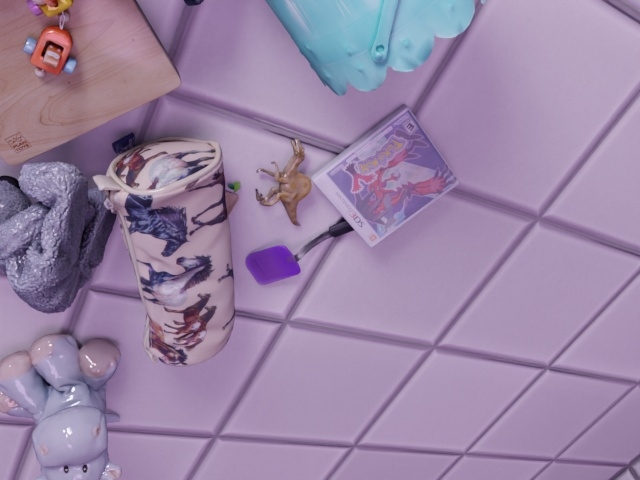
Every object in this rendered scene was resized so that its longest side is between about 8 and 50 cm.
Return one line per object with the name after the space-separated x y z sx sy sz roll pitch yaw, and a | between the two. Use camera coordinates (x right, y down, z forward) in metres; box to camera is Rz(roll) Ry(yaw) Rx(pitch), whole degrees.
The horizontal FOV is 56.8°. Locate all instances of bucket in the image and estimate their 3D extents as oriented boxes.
0.053 -0.332 0.695 0.281 0.281 0.183 -36 125 12 | bucket

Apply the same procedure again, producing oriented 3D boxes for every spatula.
0.000 0.000 1.099 0.297 0.030 0.084 -27 126 5 | spatula

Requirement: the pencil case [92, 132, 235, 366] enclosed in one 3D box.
-0.236 0.032 0.959 0.184 0.160 0.410 -14 132 -19 | pencil case

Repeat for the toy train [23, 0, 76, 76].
-0.338 -0.253 0.651 0.166 0.046 0.125 27 115 -34 | toy train

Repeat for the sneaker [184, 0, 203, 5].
-0.218 -0.319 0.606 0.300 0.111 0.121 -6 115 -42 | sneaker

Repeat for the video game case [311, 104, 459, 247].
0.116 -0.105 1.031 0.201 0.023 0.183 -37 120 10 | video game case

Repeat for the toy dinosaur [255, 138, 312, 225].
-0.060 -0.079 1.000 0.093 0.053 0.183 -7 130 -14 | toy dinosaur

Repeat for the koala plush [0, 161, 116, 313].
-0.439 -0.014 0.838 0.222 0.203 0.196 13 171 2 | koala plush

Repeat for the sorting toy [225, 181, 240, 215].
-0.169 -0.071 0.997 0.062 0.012 0.083 20 120 -30 | sorting toy

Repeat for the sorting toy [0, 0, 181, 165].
-0.350 -0.261 0.731 0.257 0.089 0.255 -25 131 3 | sorting toy

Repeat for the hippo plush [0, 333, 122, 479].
-0.486 0.342 1.083 0.235 0.236 0.294 1 128 -19 | hippo plush
